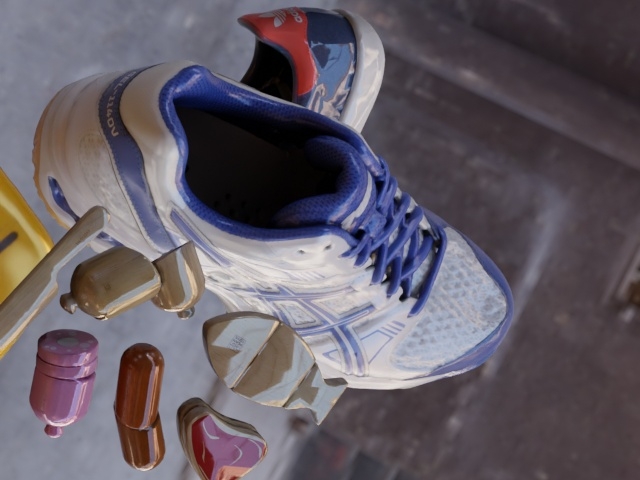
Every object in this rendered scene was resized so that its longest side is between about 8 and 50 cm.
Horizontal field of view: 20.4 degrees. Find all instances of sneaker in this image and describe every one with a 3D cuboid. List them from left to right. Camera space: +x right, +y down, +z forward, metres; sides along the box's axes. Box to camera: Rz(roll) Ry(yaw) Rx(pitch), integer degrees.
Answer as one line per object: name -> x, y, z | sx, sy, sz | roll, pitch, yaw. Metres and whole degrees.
sneaker -> -0.063, -0.051, 1.643 | 0.148, 0.131, 0.350 | 5, 106, -34
sneaker -> 0.000, 0.000, 0.916 | 0.296, 0.131, 0.112 | 23, 70, -30

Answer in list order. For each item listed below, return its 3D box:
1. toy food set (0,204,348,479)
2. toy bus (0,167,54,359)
toy food set -> -0.054, 0.040, 0.575 | 0.078, 0.019, 0.122 | -47, 126, -1
toy bus -> -0.250, 0.078, 0.632 | 0.332, 0.108, 0.130 | -43, 124, -15
